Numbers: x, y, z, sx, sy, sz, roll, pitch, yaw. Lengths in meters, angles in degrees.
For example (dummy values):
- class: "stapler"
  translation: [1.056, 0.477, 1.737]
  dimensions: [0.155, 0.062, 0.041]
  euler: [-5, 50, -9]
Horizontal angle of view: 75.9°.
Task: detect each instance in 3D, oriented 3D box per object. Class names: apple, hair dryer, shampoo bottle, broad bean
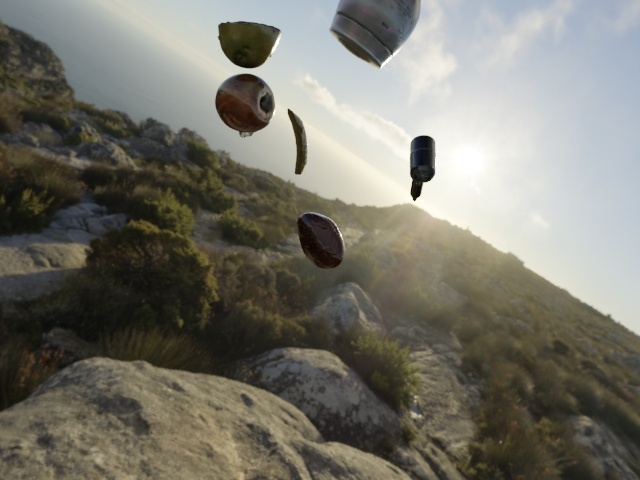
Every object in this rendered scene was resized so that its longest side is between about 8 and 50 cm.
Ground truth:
- class: "apple"
  translation: [-0.251, -0.454, 1.361]
  dimensions: [0.174, 0.188, 0.188]
  euler: [12, 3, 25]
- class: "hair dryer"
  translation: [0.427, -0.260, 1.772]
  dimensions: [0.107, 0.189, 0.352]
  euler: [4, -32, 9]
- class: "shampoo bottle"
  translation: [0.188, -0.766, 1.421]
  dimensions: [0.273, 0.266, 0.273]
  euler: [31, 15, -9]
- class: "broad bean"
  translation: [0.000, 0.000, 1.090]
  dimensions: [0.084, 0.114, 0.165]
  euler: [-2, 68, -57]

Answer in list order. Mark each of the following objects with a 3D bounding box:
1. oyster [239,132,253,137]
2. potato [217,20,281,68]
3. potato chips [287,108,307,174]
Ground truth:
- class: "oyster"
  translation: [-0.360, -0.628, 2.025]
  dimensions: [0.107, 0.233, 0.161]
  euler: [20, 26, 12]
- class: "potato"
  translation: [-0.226, -0.610, 1.305]
  dimensions: [0.202, 0.117, 0.182]
  euler: [5, 7, 2]
- class: "potato chips"
  translation: [-0.112, -0.517, 2.155]
  dimensions: [0.057, 0.080, 0.407]
  euler: [38, -29, 30]
